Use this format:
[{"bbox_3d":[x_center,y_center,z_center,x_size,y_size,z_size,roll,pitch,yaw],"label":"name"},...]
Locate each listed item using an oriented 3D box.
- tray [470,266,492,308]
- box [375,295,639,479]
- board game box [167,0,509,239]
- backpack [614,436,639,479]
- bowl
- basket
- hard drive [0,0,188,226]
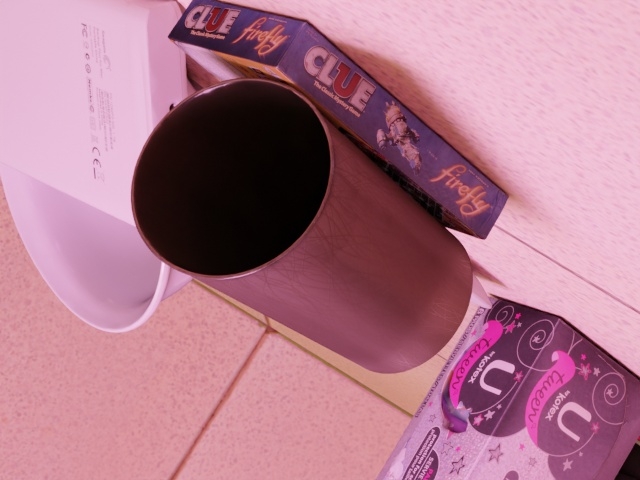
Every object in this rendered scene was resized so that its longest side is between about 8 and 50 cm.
[{"bbox_3d":[0.055,-0.006,1.968,0.145,0.030,0.270,36,171,-32],"label":"tray"},{"bbox_3d":[0.187,0.205,1.951,0.163,0.247,0.142,36,170,-28],"label":"box"},{"bbox_3d":[0.015,-0.094,1.534,0.243,0.042,0.165,38,170,-35],"label":"board game box"},{"bbox_3d":[0.275,0.275,2.163,0.253,0.225,0.191,25,-168,19],"label":"backpack"},{"bbox_3d":[-0.176,-0.074,1.856,0.298,0.134,0.298,27,126,45],"label":"bowl"},{"bbox_3d":[0.000,0.000,1.489,0.204,0.154,0.227,25,173,45],"label":"basket"},{"bbox_3d":[-0.218,-0.137,1.733,0.040,0.203,0.307,-18,-153,-34],"label":"hard drive"}]
